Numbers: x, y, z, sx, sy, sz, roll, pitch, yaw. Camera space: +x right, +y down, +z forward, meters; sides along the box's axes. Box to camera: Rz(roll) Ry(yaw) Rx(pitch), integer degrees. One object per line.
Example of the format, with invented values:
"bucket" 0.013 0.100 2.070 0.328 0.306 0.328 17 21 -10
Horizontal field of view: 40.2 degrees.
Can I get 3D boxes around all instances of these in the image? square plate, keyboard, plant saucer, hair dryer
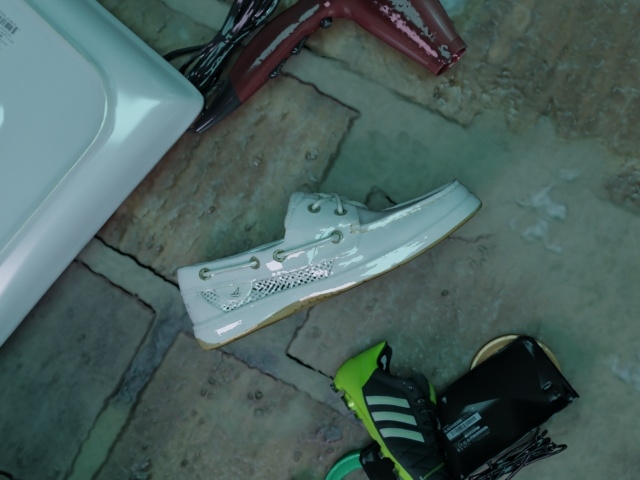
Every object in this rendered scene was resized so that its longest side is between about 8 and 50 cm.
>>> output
"square plate" -0.338 -0.111 0.793 0.347 0.049 0.344 43 97 9
"keyboard" 0.136 0.176 0.772 0.192 0.038 0.100 -36 67 4
"plant saucer" 0.175 0.126 0.786 0.084 0.013 0.083 0 91 6
"hair dryer" -0.014 -0.197 0.777 0.294 0.080 0.223 9 101 15

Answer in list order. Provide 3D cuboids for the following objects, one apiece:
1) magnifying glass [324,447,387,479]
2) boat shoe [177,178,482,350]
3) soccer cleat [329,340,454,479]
"magnifying glass" 0.067 0.302 0.797 0.092 0.026 0.230 -19 88 5
"boat shoe" 0.000 0.000 0.757 0.277 0.098 0.096 -25 90 7
"soccer cleat" 0.078 0.158 0.741 0.072 0.060 0.179 -38 53 -2
